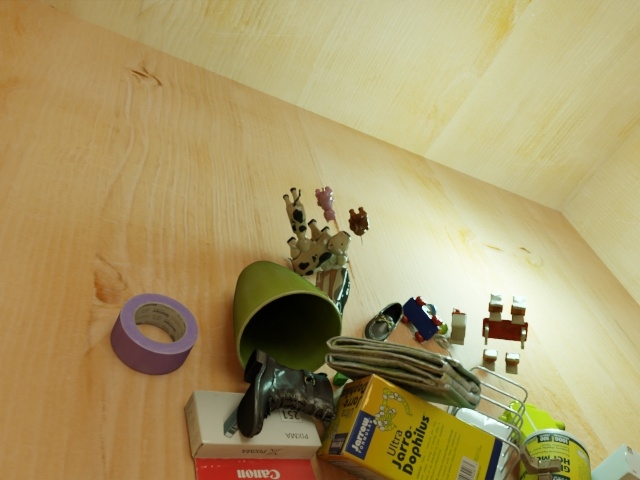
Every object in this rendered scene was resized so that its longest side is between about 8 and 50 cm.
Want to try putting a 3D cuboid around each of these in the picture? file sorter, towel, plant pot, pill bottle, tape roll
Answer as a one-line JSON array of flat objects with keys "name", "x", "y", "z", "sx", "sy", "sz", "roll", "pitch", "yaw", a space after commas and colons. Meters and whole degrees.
[{"name": "file sorter", "x": 0.454, "y": 0.513, "z": 1.631, "sx": 0.193, "sy": 0.173, "sz": 0.278, "roll": 24, "pitch": 28, "yaw": 13}, {"name": "towel", "x": 0.216, "y": 0.334, "z": 1.476, "sx": 0.321, "sy": 0.090, "sz": 0.374, "roll": 6, "pitch": -21, "yaw": 28}, {"name": "plant pot", "x": -0.123, "y": 0.178, "z": 1.567, "sx": 0.275, "sy": 0.274, "sz": 0.293, "roll": 14, "pitch": 20, "yaw": -29}, {"name": "pill bottle", "x": 0.626, "y": 0.679, "z": 1.567, "sx": 0.188, "sy": 0.188, "sz": 0.334, "roll": 35, "pitch": 29, "yaw": 4}, {"name": "tape roll", "x": -0.393, "y": 0.220, "z": 1.397, "sx": 0.189, "sy": 0.080, "sz": 0.189, "roll": 24, "pitch": 31, "yaw": -16}]

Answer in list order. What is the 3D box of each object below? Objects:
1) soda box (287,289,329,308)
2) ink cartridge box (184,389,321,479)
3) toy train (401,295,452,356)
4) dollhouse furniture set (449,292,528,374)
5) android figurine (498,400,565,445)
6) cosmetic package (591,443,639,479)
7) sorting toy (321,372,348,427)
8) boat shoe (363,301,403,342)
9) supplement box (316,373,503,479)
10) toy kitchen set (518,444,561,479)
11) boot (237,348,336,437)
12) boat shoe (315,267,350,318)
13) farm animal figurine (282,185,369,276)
[{"name": "soda box", "x": -0.050, "y": 0.167, "z": 1.715, "sx": 0.061, "sy": 0.058, "sz": 0.181, "roll": -44, "pitch": 37, "yaw": -23}, {"name": "ink cartridge box", "x": -0.135, "y": 0.463, "z": 1.296, "sx": 0.296, "sy": 0.066, "sz": 0.261, "roll": 13, "pitch": 34, "yaw": -30}, {"name": "toy train", "x": 0.393, "y": 0.305, "z": 2.005, "sx": 0.143, "sy": 0.105, "sz": 0.248, "roll": 14, "pitch": 32, "yaw": -53}, {"name": "dollhouse furniture set", "x": 0.585, "y": 0.305, "z": 2.043, "sx": 0.259, "sy": 0.262, "sz": 0.135, "roll": 5, "pitch": 23, "yaw": 15}, {"name": "android figurine", "x": 0.679, "y": 0.603, "z": 1.846, "sx": 0.273, "sy": 0.056, "sz": 0.248, "roll": 16, "pitch": 28, "yaw": -24}, {"name": "cosmetic package", "x": 0.792, "y": 0.681, "z": 1.606, "sx": 0.085, "sy": 0.231, "sz": 0.117, "roll": 34, "pitch": 30, "yaw": 4}, {"name": "sorting toy", "x": 0.113, "y": 0.470, "z": 1.534, "sx": 0.348, "sy": 0.047, "sz": 0.196, "roll": 45, "pitch": 32, "yaw": 20}, {"name": "boat shoe", "x": 0.206, "y": 0.265, "z": 1.902, "sx": 0.081, "sy": 0.068, "sz": 0.228, "roll": 38, "pitch": 30, "yaw": 9}, {"name": "supplement box", "x": 0.206, "y": 0.489, "z": 1.377, "sx": 0.357, "sy": 0.194, "sz": 0.195, "roll": 29, "pitch": 63, "yaw": -7}, {"name": "toy kitchen set", "x": 0.562, "y": 0.574, "z": 1.510, "sx": 0.075, "sy": 0.083, "sz": 0.068, "roll": 62, "pitch": 33, "yaw": -12}, {"name": "boot", "x": -0.064, "y": 0.368, "z": 1.353, "sx": 0.229, "sy": 0.091, "sz": 0.263, "roll": 26, "pitch": 30, "yaw": -15}, {"name": "boat shoe", "x": 0.007, "y": 0.206, "z": 1.780, "sx": 0.120, "sy": 0.122, "sz": 0.324, "roll": 3, "pitch": 36, "yaw": 13}, {"name": "farm animal figurine", "x": 0.000, "y": 0.000, "z": 1.858, "sx": 0.330, "sy": 0.326, "sz": 0.172, "roll": 10, "pitch": 43, "yaw": -30}]
